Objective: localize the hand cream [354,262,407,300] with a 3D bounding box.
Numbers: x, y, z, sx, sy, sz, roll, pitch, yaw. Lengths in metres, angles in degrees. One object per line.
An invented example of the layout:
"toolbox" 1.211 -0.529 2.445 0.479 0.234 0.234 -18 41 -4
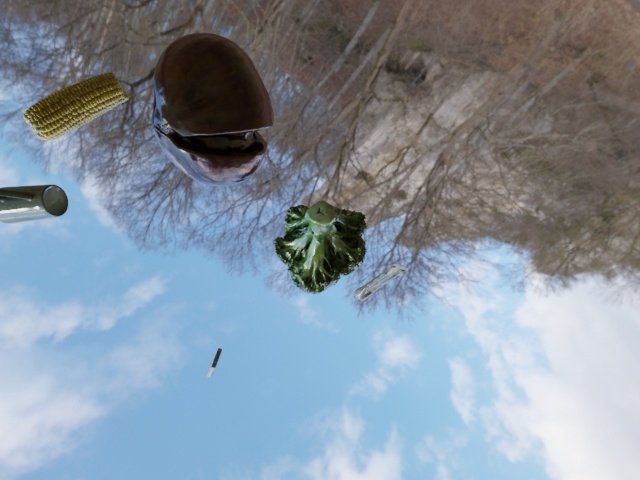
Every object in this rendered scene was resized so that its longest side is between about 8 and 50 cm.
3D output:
"hand cream" 0.152 0.111 1.085 0.057 0.165 0.037 22 -141 -43

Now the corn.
"corn" -0.608 -0.339 1.030 0.244 0.093 0.093 -40 -91 -21

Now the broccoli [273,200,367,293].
"broccoli" 0.000 0.000 1.079 0.255 0.269 0.268 0 -125 1

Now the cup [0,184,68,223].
"cup" -0.423 -0.061 0.591 0.084 0.074 0.054 -4 -132 10

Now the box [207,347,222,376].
"box" -0.242 0.281 0.942 0.012 0.083 0.046 20 -127 -9

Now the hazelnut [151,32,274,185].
"hazelnut" -0.195 -0.218 0.709 0.217 0.251 0.217 2 -156 -1
